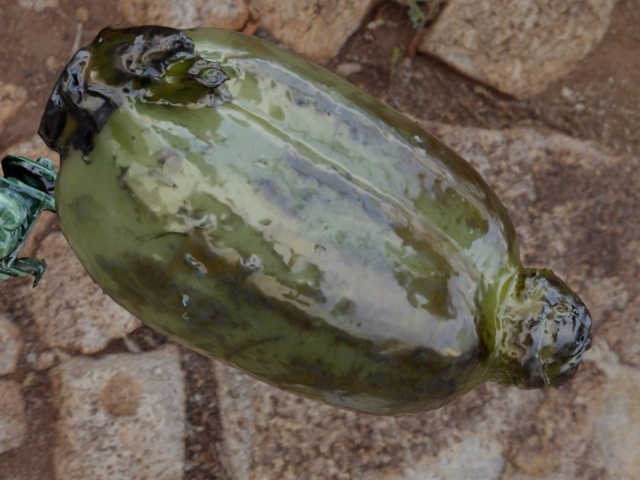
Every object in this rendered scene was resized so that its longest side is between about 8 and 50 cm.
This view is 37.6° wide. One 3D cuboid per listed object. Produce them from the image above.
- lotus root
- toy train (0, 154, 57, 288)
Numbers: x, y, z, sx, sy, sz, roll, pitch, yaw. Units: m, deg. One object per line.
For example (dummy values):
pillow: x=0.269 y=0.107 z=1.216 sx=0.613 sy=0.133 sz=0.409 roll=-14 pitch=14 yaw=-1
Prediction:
lotus root: x=0.000 y=0.000 z=0.511 sx=0.309 sy=0.173 sz=0.173 roll=31 pitch=49 yaw=-6
toy train: x=-0.284 y=-0.032 z=0.765 sx=0.154 sy=0.269 sz=0.115 roll=28 pitch=85 yaw=-14
